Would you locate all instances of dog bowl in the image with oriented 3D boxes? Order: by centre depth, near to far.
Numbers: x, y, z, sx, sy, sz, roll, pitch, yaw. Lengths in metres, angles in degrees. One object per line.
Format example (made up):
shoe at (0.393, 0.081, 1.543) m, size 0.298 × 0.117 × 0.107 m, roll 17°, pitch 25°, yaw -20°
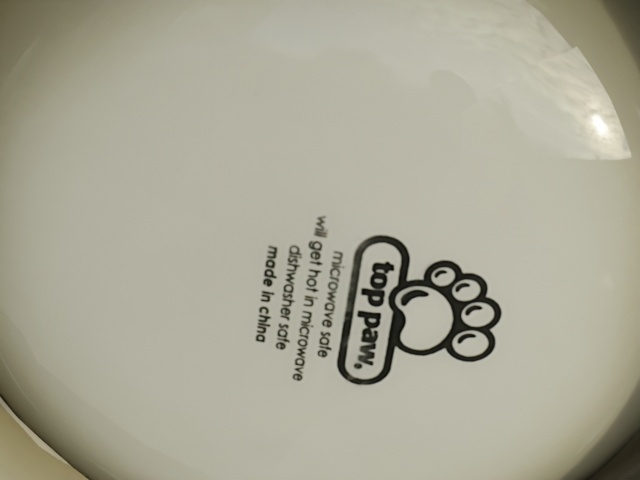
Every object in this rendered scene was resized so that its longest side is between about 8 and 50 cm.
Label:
dog bowl at (0.000, 0.000, 0.632) m, size 0.408 × 0.408 × 0.150 m, roll 15°, pitch 31°, yaw -3°
